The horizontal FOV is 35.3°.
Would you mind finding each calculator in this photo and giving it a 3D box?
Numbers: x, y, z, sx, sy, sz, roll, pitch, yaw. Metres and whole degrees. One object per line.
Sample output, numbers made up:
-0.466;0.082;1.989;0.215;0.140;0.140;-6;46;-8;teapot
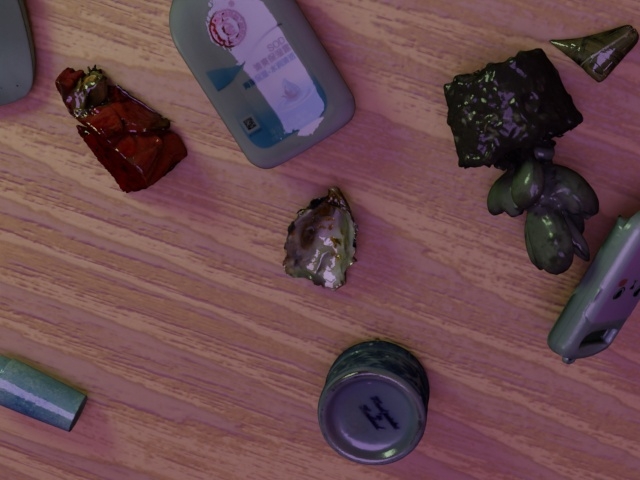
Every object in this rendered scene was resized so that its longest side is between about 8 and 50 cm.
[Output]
0.371;0.056;1.272;0.045;0.141;0.246;40;113;32;calculator

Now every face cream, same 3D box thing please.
-0.101;-0.262;1.256;0.163;0.080;0.336;-29;102;16;face cream

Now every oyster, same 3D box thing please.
0.007;-0.006;1.339;0.103;0.051;0.148;23;125;-3;oyster

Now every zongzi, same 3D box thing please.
0.337;-0.247;1.231;0.083;0.040;0.076;43;102;12;zongzi

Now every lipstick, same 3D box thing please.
-0.477;0.196;1.463;0.274;0.061;0.068;24;111;-1;lipstick

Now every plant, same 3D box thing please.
0.251;-0.091;1.228;0.149;0.146;0.274;-12;107;41;plant

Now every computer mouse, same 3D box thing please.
-0.466;-0.308;1.284;0.160;0.097;0.288;-6;106;7;computer mouse

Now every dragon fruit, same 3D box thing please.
-0.269;-0.157;1.333;0.192;0.122;0.092;46;68;-4;dragon fruit

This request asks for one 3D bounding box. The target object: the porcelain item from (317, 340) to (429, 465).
0.074;0.217;1.368;0.147;0.114;0.147;3;109;8;porcelain item
